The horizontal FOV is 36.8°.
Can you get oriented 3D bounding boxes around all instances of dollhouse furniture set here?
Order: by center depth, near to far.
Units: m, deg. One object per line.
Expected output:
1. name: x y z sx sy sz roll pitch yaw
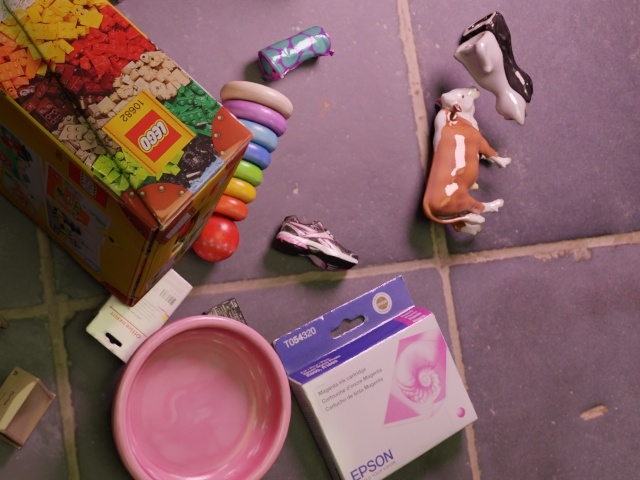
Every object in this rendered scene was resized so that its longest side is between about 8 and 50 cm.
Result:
1. dollhouse furniture set: -0.572 0.223 1.559 0.242 0.161 0.212 29 70 5

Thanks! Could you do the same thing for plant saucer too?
1. plant saucer: -0.214 0.297 1.700 0.332 0.084 0.332 1 89 -30

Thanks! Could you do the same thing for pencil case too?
1. pencil case: -0.050 -0.369 1.903 0.151 0.064 0.070 -31 80 -25

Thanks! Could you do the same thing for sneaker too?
1. sneaker: 0.000 0.000 1.871 0.178 0.072 0.077 23 63 -26

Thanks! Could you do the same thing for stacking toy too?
1. stacking toy: -0.157 -0.120 1.785 0.141 0.141 0.330 19 79 -21

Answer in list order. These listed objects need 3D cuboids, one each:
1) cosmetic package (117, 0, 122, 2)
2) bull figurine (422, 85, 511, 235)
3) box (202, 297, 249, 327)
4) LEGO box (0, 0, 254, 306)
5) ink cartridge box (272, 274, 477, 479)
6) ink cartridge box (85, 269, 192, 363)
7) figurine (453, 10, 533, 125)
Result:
1. cosmetic package: -0.396 -0.568 1.738 0.238 0.127 0.107 46 66 -10
2. bull figurine: 0.299 -0.164 2.014 0.188 0.101 0.310 24 73 -22
3. box: -0.172 0.157 1.793 0.067 0.018 0.083 -27 94 -26
4. LEGO box: -0.340 -0.132 1.460 0.372 0.500 0.193 42 68 -1
5. ink cartridge box: 0.113 0.277 1.882 0.324 0.071 0.330 -26 95 -25
6. ink cartridge box: -0.326 0.121 1.703 0.104 0.061 0.181 43 67 -13
7. figurine: 0.386 -0.358 2.053 0.209 0.092 0.215 53 32 -16
